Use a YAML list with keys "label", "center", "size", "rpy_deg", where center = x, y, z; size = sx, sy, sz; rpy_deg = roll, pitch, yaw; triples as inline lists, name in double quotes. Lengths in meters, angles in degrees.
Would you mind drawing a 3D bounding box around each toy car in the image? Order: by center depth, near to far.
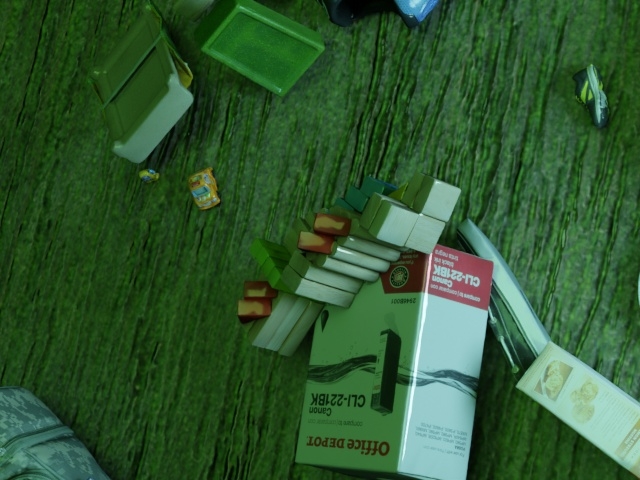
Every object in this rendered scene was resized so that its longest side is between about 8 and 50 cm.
- label: "toy car"
  center: [-0.198, -0.072, 2.004]
  size: [0.122, 0.040, 0.060]
  rpy_deg: [-3, 75, 21]

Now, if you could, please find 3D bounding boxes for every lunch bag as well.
- label: "lunch bag"
  center: [-0.417, 0.370, 1.898]
  size: [0.256, 0.212, 0.305]
  rpy_deg: [42, 95, 9]

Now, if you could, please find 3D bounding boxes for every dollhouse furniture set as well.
- label: "dollhouse furniture set"
  center: [-0.166, -0.247, 2.025]
  size: [0.301, 0.151, 0.197]
  rpy_deg: [-46, 42, 25]

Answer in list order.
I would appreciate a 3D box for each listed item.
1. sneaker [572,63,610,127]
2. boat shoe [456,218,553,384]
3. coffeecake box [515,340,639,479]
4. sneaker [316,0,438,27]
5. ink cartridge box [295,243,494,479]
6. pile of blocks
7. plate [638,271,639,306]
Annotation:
- label: "sneaker"
  center: [0.336, -0.177, 1.820]
  size: [0.035, 0.031, 0.083]
  rpy_deg: [-19, 65, 31]
- label: "boat shoe"
  center: [0.212, 0.075, 1.776]
  size: [0.070, 0.078, 0.219]
  rpy_deg: [-32, 68, 11]
- label: "coffeecake box"
  center: [0.330, 0.203, 1.657]
  size: [0.185, 0.142, 0.068]
  rpy_deg: [37, 93, 26]
- label: "sneaker"
  center: [0.015, -0.375, 1.947]
  size: [0.330, 0.130, 0.147]
  rpy_deg: [25, 84, 26]
- label: "ink cartridge box"
  center: [0.087, 0.149, 1.749]
  size: [0.197, 0.114, 0.272]
  rpy_deg: [-6, 73, 51]
- label: "pile of blocks"
  center: [0.000, 0.000, 1.730]
  size: [0.362, 0.113, 0.149]
  rpy_deg: [-38, 48, 37]
- label: "plate"
  center: [0.466, 0.056, 1.705]
  size: [0.188, 0.024, 0.188]
  rpy_deg: [-6, 75, 22]
